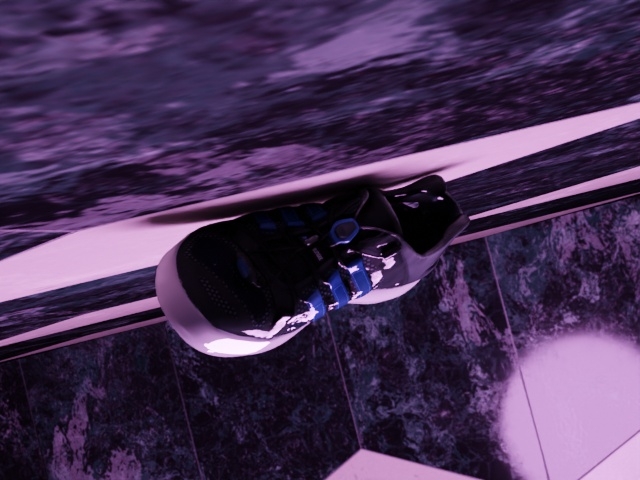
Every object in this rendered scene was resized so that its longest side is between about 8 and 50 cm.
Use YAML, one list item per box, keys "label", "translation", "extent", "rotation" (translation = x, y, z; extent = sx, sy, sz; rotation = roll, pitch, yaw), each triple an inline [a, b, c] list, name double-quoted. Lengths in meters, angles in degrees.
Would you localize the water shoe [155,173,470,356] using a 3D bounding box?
- label: "water shoe"
  translation: [0.000, 0.000, 0.596]
  extent: [0.203, 0.073, 0.080]
  rotation: [-16, 158, -50]
